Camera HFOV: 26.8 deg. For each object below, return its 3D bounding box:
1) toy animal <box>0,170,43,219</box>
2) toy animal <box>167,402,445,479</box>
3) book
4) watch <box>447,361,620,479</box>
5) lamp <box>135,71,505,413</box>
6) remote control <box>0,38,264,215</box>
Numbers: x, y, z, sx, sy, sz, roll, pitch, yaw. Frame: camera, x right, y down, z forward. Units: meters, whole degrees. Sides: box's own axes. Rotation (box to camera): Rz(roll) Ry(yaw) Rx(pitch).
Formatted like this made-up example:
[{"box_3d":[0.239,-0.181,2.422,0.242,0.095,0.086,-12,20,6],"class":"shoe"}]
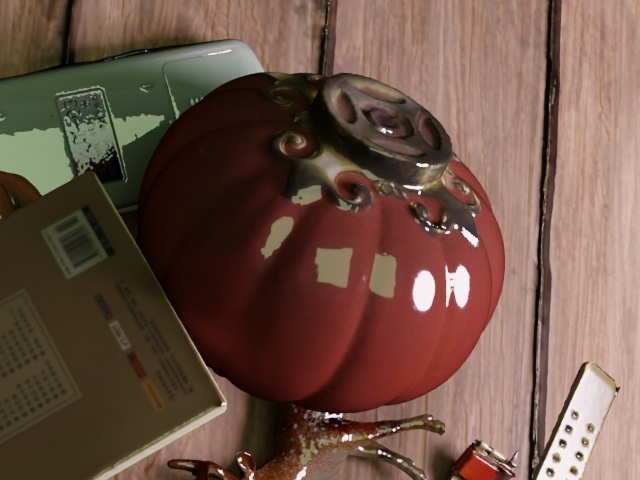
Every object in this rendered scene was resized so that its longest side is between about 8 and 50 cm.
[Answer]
[{"box_3d":[-0.321,0.015,1.051,0.312,0.097,0.157,-21,91,-5],"class":"toy animal"},{"box_3d":[-0.020,0.164,1.201,0.260,0.087,0.243,4,64,-17],"class":"toy animal"},{"box_3d":[-0.252,0.108,0.968,0.310,0.021,0.217,-29,70,-7],"class":"book"},{"box_3d":[0.160,0.235,1.205,0.102,0.165,0.268,35,72,-15],"class":"watch"},{"box_3d":[0.000,0.000,1.081,0.303,0.257,0.303,20,35,-15],"class":"lamp"},{"box_3d":[-0.177,-0.093,1.177,0.296,0.056,0.140,-15,91,-25],"class":"remote control"}]
